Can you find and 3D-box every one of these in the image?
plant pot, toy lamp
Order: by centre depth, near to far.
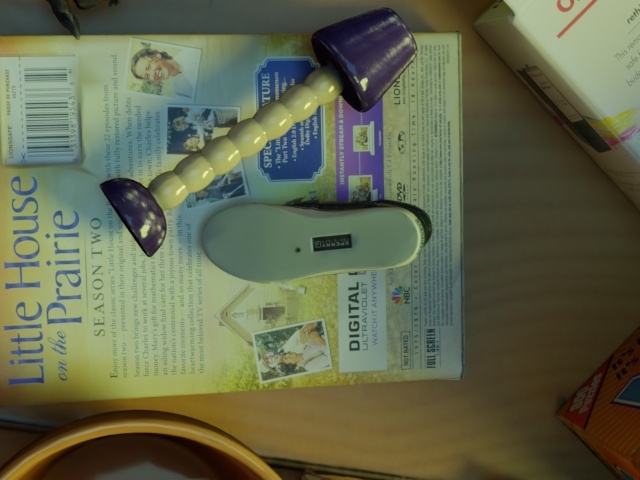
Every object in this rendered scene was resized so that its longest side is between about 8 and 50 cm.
[{"bbox_3d":[-0.044,-0.094,1.079,0.274,0.080,0.080,-35,100,-9],"label":"toy lamp"},{"bbox_3d":[-0.151,0.268,1.094,0.290,0.203,0.291,-1,94,-9],"label":"plant pot"}]

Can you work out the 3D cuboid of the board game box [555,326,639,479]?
[{"bbox_3d":[0.491,0.176,1.128,0.356,0.356,0.356,-45,101,-4],"label":"board game box"}]

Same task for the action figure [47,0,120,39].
[{"bbox_3d":[-0.156,-0.270,1.069,0.275,0.141,0.164,-24,72,-12],"label":"action figure"}]

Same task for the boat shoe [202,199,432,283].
[{"bbox_3d":[0.000,0.000,1.108,0.183,0.083,0.065,0,95,14],"label":"boat shoe"}]

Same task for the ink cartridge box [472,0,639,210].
[{"bbox_3d":[0.284,-0.186,1.178,0.207,0.119,0.353,-45,102,-3],"label":"ink cartridge box"}]

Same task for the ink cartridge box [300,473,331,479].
[{"bbox_3d":[0.010,0.330,1.152,0.092,0.160,0.219,16,92,-15],"label":"ink cartridge box"}]

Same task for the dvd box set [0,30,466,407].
[{"bbox_3d":[-0.085,-0.022,1.148,0.420,0.062,0.308,-3,95,-12],"label":"dvd box set"}]
